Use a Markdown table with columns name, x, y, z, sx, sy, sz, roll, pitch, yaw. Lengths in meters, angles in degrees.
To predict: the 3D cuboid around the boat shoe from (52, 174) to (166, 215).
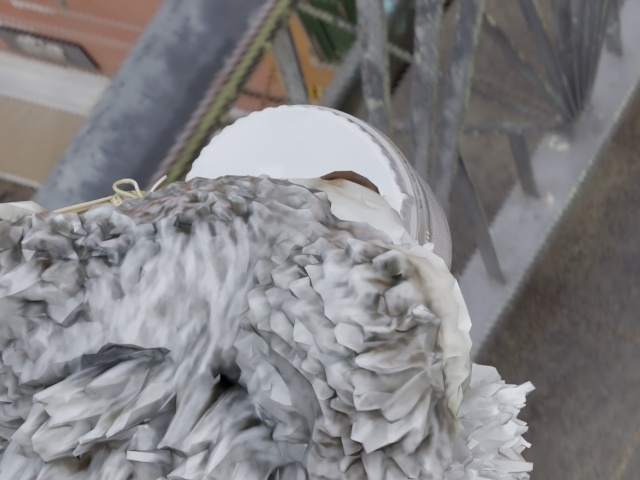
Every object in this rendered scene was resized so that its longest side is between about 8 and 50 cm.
| name | x | y | z | sx | sy | sz | roll | pitch | yaw |
| --- | --- | --- | --- | --- | --- | --- | --- | --- | --- |
| boat shoe | -0.262 | -0.007 | 1.884 | 0.285 | 0.089 | 0.104 | -21 | 43 | -13 |

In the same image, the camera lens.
| name | x | y | z | sx | sy | sz | roll | pitch | yaw |
| --- | --- | --- | --- | --- | --- | --- | --- | --- | --- |
| camera lens | 0.000 | 0.000 | 1.454 | 0.219 | 0.274 | 0.219 | -2 | 82 | 12 |

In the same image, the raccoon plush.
| name | x | y | z | sx | sy | sz | roll | pitch | yaw |
| --- | --- | --- | --- | --- | --- | --- | --- | --- | --- |
| raccoon plush | -0.009 | 0.191 | 0.449 | 0.216 | 0.299 | 0.446 | -10 | 59 | 9 |
